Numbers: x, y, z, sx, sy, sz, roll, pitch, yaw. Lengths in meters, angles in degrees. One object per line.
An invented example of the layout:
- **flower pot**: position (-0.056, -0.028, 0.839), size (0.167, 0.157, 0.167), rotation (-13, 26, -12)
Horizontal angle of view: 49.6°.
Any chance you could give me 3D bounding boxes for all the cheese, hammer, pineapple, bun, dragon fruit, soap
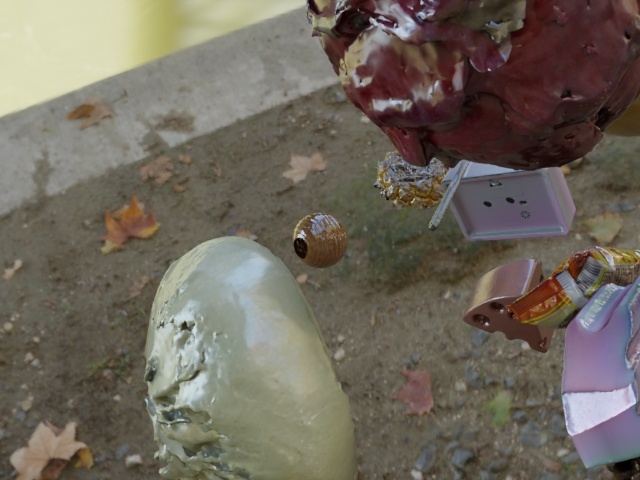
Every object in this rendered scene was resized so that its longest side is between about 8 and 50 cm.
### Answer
- **cheese**: position (0.421, 0.143, 1.576), size (0.177, 0.203, 0.128), rotation (0, 46, 36)
- **hammer**: position (0.197, -0.110, 0.949), size (0.058, 0.029, 0.292), rotation (33, 51, 0)
- **pineapple**: position (0.243, -0.176, 1.802), size (0.225, 0.076, 0.225), rotation (-1, 57, 1)
- **bun**: position (-0.085, 0.139, 0.621), size (0.146, 0.287, 0.287), rotation (-15, 48, -27)
- **dragon fruit**: position (0.138, -0.218, 0.562), size (0.329, 0.329, 0.329), rotation (-4, 51, 5)
- **soap**: position (0.435, 0.182, 0.971), size (0.324, 0.109, 0.193), rotation (-25, 88, -53)

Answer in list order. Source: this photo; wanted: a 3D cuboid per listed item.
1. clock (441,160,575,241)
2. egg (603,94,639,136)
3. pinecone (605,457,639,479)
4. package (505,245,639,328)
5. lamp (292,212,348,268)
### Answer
- **clock**: position (0.331, -0.077, 1.224), size (0.197, 0.150, 0.063), rotation (-5, 39, 39)
- **egg**: position (0.718, -0.360, 1.587), size (0.322, 0.250, 0.250), rotation (11, 51, -8)
- **pinecone**: position (0.742, 0.336, 1.321), size (0.398, 0.397, 0.397), rotation (-4, 51, 5)
- **package**: position (0.507, 0.094, 1.295), size (0.288, 0.223, 0.108), rotation (4, 50, -32)
- **lamp**: position (0.000, 0.000, 1.659), size (0.136, 0.136, 0.136), rotation (-4, 51, 5)
